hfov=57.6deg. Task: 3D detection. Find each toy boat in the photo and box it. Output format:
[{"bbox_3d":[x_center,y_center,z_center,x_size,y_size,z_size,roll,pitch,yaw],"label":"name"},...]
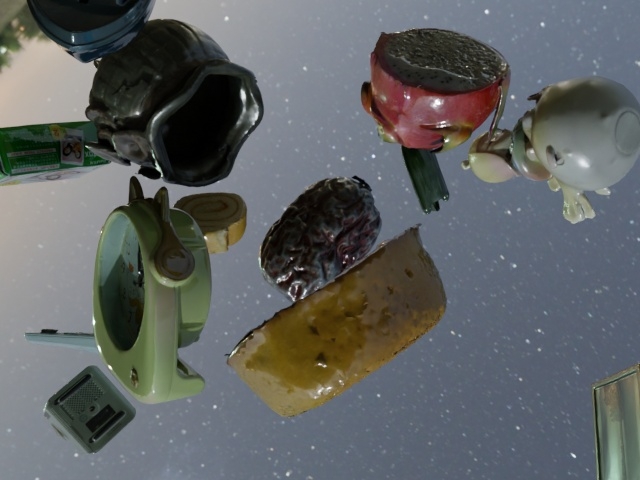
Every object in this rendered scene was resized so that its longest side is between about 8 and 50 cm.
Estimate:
[{"bbox_3d":[-0.205,-0.277,0.546,0.122,0.114,0.296,110,-19,-52],"label":"toy boat"},{"bbox_3d":[0.258,-0.167,1.441,0.104,0.210,0.052,-33,-162,-27],"label":"toy boat"}]

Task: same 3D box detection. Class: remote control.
[{"bbox_3d":[-0.531,0.238,1.354,0.293,0.103,0.051,4,-98,10],"label":"remote control"}]

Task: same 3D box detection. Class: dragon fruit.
[{"bbox_3d":[0.216,-0.287,1.163,0.291,0.290,0.189,-94,-171,-48],"label":"dragon fruit"}]

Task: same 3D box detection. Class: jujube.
[{"bbox_3d":[0.000,0.000,1.320,0.317,0.226,0.226,-52,-148,-16],"label":"jujube"}]

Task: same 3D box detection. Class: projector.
[{"bbox_3d":[-0.593,0.438,1.489,0.163,0.177,0.242,-42,-176,-33],"label":"projector"}]

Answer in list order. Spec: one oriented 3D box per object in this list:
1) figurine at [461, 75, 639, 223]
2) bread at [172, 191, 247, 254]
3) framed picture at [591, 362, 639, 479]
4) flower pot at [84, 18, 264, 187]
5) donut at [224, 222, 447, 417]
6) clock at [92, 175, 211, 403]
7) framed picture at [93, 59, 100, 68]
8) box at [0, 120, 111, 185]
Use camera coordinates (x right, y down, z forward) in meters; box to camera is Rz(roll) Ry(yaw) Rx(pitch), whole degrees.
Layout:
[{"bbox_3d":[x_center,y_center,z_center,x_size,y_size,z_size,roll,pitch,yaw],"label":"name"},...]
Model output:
[{"bbox_3d":[0.432,-0.159,1.143,0.226,0.275,0.394,-26,-167,-24],"label":"figurine"},{"bbox_3d":[-0.218,-0.032,1.146,0.149,0.073,0.122,-3,-130,-10],"label":"bread"},{"bbox_3d":[0.641,0.426,1.237,0.213,0.016,0.289,100,-1,-64],"label":"framed picture"},{"bbox_3d":[-0.270,-0.233,1.063,0.213,0.302,0.302,35,-95,21],"label":"flower pot"},{"bbox_3d":[0.029,0.100,0.677,0.277,0.108,0.277,-34,172,-5],"label":"donut"},{"bbox_3d":[-0.286,0.073,0.984,0.286,0.117,0.349,20,-74,50],"label":"clock"},{"bbox_3d":[-0.526,-0.448,1.659,0.265,0.192,0.018,46,-62,46],"label":"framed picture"},{"bbox_3d":[-0.599,-0.182,1.245,0.180,0.103,0.250,-10,-173,44],"label":"box"}]
